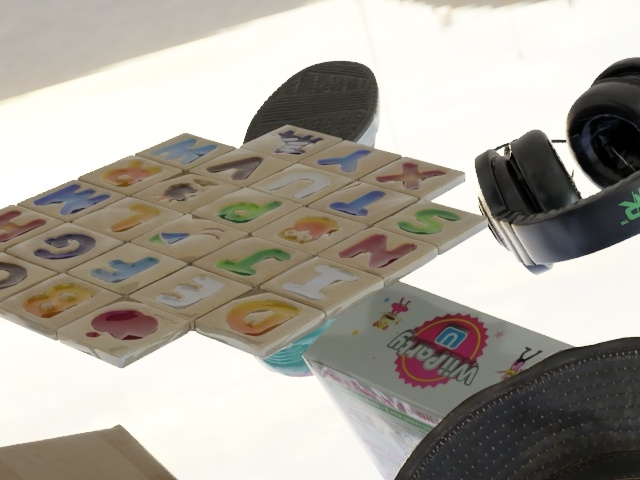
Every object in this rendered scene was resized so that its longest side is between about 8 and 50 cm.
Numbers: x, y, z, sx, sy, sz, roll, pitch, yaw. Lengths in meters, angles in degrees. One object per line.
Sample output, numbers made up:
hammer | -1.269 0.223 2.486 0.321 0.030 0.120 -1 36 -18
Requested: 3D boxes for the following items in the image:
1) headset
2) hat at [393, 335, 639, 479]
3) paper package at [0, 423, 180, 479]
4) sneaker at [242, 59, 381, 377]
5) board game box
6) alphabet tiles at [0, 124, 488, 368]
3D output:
headset | 0.269 -0.051 1.536 0.243 0.185 0.394 -34 -165 -9
hat | 0.189 0.231 0.943 0.331 0.331 0.134 -14 -160 5
paper package | -0.153 0.338 1.110 0.168 0.309 0.325 -6 -147 -46
sneaker | 0.000 0.000 1.353 0.124 0.178 0.295 5 -131 17
board game box | 0.145 0.185 1.178 0.097 0.303 0.224 -46 -143 -19
alphabet tiles | -0.069 -0.009 1.073 0.285 0.011 0.342 18 -148 36
